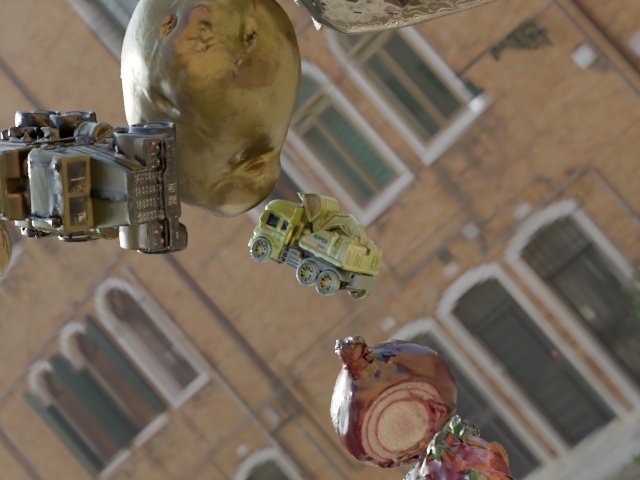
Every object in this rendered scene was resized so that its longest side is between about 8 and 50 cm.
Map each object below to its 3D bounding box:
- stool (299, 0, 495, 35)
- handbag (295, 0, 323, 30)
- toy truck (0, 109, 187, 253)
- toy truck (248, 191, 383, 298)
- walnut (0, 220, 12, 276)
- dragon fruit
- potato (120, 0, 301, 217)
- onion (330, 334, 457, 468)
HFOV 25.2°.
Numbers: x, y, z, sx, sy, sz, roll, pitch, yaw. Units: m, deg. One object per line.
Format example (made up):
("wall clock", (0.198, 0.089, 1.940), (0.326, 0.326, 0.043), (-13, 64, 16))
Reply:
("stool", (0.093, -0.457, 1.911), (0.310, 0.226, 0.310), (-8, -30, 21))
("handbag", (-0.050, -0.486, 2.411), (0.079, 0.247, 0.260), (-45, 0, -12))
("toy truck", (-0.237, -0.053, 1.355), (0.257, 0.127, 0.127), (8, 14, 40))
("toy truck", (0.000, 0.000, 1.929), (0.085, 0.191, 0.116), (11, -78, -50))
("walnut", (-0.581, -0.002, 2.350), (0.140, 0.162, 0.140), (-24, 33, 17))
("dragon fruit", (0.156, 0.279, 1.602), (0.137, 0.135, 0.236), (-62, 8, 13))
("potato", (-0.138, -0.173, 1.821), (0.218, 0.202, 0.351), (-11, -48, -19))
("onion", (0.075, 0.187, 1.868), (0.173, 0.198, 0.135), (-38, 21, -10))
